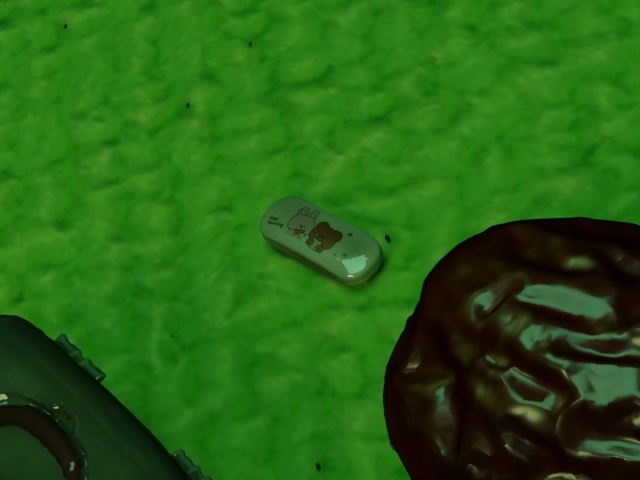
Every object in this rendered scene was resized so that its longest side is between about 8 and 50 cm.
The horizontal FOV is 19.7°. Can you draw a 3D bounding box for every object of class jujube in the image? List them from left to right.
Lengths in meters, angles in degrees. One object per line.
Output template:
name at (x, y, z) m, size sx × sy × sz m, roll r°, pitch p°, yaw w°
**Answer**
jujube at (0.154, 0.080, 0.873) m, size 0.250 × 0.174 × 0.174 m, roll 12°, pitch 60°, yaw 14°

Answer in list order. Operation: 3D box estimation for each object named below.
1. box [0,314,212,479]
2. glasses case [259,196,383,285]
box at (-0.136, 0.149, 0.947) m, size 0.148 × 0.129 × 0.210 m, roll -43°, pitch 52°, yaw -12°
glasses case at (0.000, 0.000, 1.072) m, size 0.083 × 0.021 × 0.032 m, roll 28°, pitch 71°, yaw 34°
